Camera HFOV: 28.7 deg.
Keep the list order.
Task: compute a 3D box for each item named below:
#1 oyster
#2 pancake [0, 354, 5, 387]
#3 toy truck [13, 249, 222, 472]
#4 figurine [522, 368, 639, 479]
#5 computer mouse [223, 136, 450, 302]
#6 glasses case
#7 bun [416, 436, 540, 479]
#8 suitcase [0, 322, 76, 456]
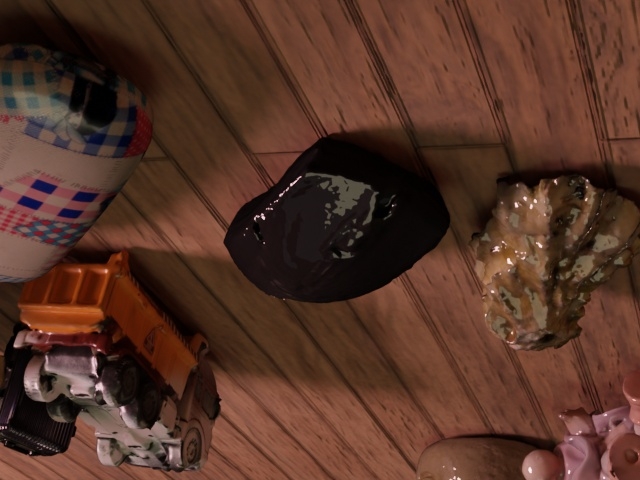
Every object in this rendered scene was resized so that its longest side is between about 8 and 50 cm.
[{"bbox_3d":[0.167,0.023,0.923,0.133,0.072,0.209,12,152,-12],"label":"oyster"},{"bbox_3d":[-0.464,0.121,1.079,0.382,0.071,0.382,-2,110,-5],"label":"pancake"},{"bbox_3d":[-0.184,0.119,1.169,0.114,0.135,0.270,2,149,20],"label":"toy truck"},{"bbox_3d":[0.300,0.224,1.210,0.200,0.133,0.276,-11,153,3],"label":"figurine"},{"bbox_3d":[0.000,0.000,0.926,0.122,0.073,0.217,21,150,-21],"label":"computer mouse"},{"bbox_3d":[-0.220,-0.045,0.903,0.125,0.076,0.327,22,152,-19],"label":"glasses case"},{"bbox_3d":[0.188,0.295,1.409,0.167,0.113,0.173,6,151,7],"label":"bun"},{"bbox_3d":[-0.284,0.152,1.262,0.059,0.126,0.086,-14,145,41],"label":"suitcase"}]
